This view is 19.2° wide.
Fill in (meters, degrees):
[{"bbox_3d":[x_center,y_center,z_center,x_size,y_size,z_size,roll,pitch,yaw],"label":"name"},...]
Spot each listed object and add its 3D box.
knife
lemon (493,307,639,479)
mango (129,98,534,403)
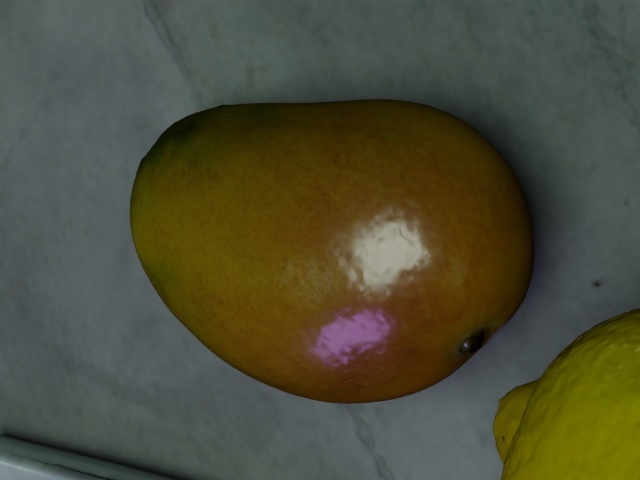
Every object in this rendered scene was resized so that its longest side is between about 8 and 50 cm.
[{"bbox_3d":[-0.111,0.186,1.226,0.266,0.040,0.073,14,110,22],"label":"knife"},{"bbox_3d":[0.216,0.149,0.979,0.288,0.233,0.233,28,106,21],"label":"lemon"},{"bbox_3d":[0.002,0.007,1.108,0.255,0.139,0.175,0,83,32],"label":"mango"}]
